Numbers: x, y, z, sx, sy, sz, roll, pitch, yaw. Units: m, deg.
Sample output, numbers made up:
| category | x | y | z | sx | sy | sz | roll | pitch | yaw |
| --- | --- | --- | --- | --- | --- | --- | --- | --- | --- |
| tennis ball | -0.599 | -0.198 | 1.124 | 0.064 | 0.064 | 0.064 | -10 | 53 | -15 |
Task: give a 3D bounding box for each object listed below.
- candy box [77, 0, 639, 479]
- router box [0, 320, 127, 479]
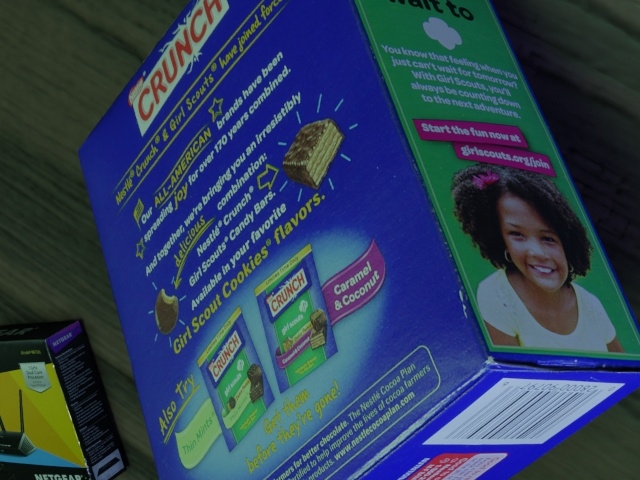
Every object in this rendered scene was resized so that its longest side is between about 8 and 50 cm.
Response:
| category | x | y | z | sx | sy | sz | roll | pitch | yaw |
| --- | --- | --- | --- | --- | --- | --- | --- | --- | --- |
| candy box | 0.000 | 0.000 | 0.733 | 0.268 | 0.122 | 0.317 | -45 | 52 | 39 |
| router box | -0.254 | 0.138 | 1.090 | 0.179 | 0.046 | 0.133 | -7 | 105 | 36 |
